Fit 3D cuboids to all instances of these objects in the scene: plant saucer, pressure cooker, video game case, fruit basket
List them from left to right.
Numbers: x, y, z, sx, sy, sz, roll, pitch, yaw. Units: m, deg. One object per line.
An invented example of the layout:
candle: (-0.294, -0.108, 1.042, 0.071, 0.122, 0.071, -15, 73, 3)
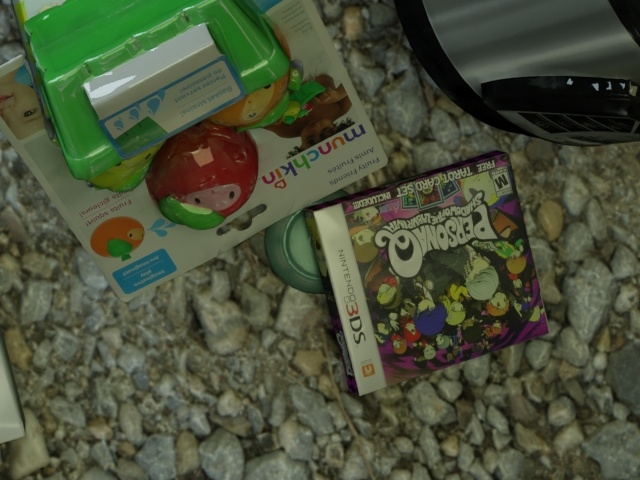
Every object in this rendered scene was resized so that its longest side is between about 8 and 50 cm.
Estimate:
fruit basket: (-0.124, -0.108, 1.761, 0.327, 0.165, 0.353, -27, 130, 0)
plant saucer: (0.000, 0.000, 1.915, 0.119, 0.021, 0.119, -1, 96, -9)
video game case: (0.117, 0.034, 1.915, 0.232, 0.042, 0.210, -16, 101, -15)
pressure cooker: (0.277, -0.285, 1.728, 0.375, 0.420, 0.370, -42, 109, -29)

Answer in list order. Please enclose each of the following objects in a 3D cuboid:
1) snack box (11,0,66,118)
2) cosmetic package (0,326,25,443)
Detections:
snack box: (-0.207, -0.235, 1.828, 0.207, 0.070, 0.174, -17, 100, -6)
cosmetic package: (-0.516, 0.108, 1.799, 0.377, 0.097, 0.284, -14, 97, -8)
